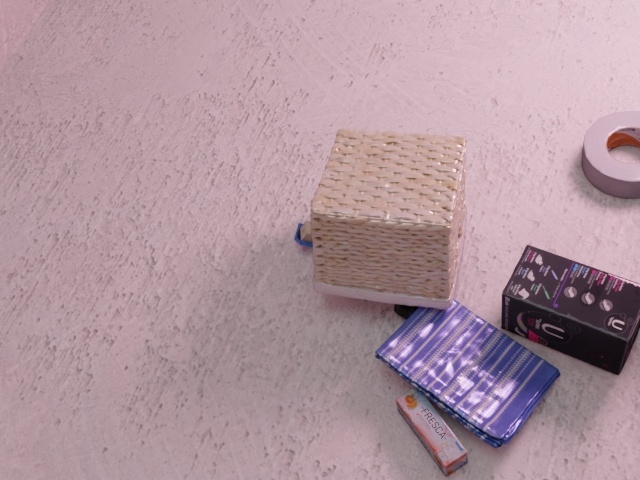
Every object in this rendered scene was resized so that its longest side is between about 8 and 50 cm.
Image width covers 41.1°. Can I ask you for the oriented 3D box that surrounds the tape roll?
[{"bbox_3d":[0.747,-0.209,2.065,0.219,0.072,0.219,-5,56,8],"label":"tape roll"}]

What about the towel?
[{"bbox_3d":[0.315,0.262,1.825,0.336,0.040,0.243,35,58,23],"label":"towel"}]

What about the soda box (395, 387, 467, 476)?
[{"bbox_3d":[0.232,0.397,1.781,0.058,0.063,0.183,-30,56,-11],"label":"soda box"}]

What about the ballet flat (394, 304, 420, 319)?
[{"bbox_3d":[0.237,0.189,1.940,0.057,0.049,0.173,-24,55,-38],"label":"ballet flat"}]

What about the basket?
[{"bbox_3d":[0.159,-0.059,1.939,0.331,0.266,0.328,6,46,13],"label":"basket"}]

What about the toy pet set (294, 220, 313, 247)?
[{"bbox_3d":[0.000,0.000,2.114,0.114,0.065,0.122,11,56,-22],"label":"toy pet set"}]

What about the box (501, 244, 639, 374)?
[{"bbox_3d":[0.536,0.146,1.817,0.270,0.165,0.143,21,63,24],"label":"box"}]
